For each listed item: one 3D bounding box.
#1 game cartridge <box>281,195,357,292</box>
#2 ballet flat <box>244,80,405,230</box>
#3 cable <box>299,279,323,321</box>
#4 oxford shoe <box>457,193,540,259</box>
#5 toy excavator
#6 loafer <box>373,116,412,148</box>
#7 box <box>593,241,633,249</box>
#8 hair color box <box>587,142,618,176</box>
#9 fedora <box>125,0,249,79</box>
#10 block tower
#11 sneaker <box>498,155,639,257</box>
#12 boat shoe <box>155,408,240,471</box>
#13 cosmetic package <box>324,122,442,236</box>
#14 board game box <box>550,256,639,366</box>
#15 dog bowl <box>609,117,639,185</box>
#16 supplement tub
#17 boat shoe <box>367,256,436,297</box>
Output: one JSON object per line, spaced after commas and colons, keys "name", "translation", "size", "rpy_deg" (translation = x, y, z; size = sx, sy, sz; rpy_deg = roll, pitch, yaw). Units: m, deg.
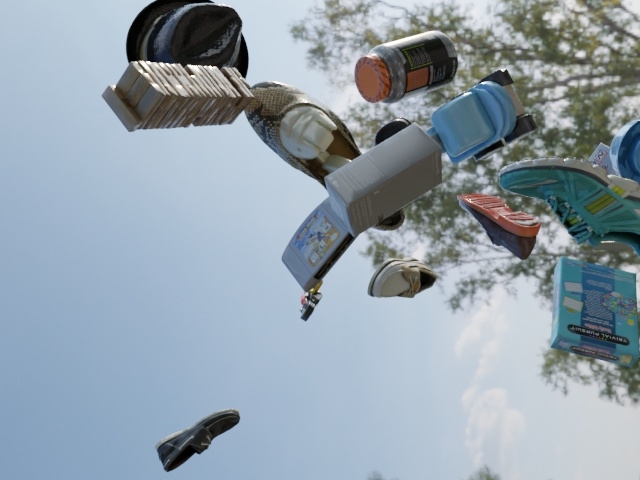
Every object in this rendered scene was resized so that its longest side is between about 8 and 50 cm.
{"name": "game cartridge", "translation": [0.000, 0.000, 2.090], "size": [0.297, 0.198, 0.062], "rpy_deg": [-51, -41, 10]}
{"name": "ballet flat", "translation": [0.034, -0.189, 1.499], "size": [0.483, 0.182, 0.164], "rpy_deg": [41, -91, -23]}
{"name": "cable", "translation": [-0.052, 0.214, 2.193], "size": [0.139, 0.072, 0.287], "rpy_deg": [-52, -1, 18]}
{"name": "oxford shoe", "translation": [0.411, -0.041, 1.555], "size": [0.097, 0.271, 0.098], "rpy_deg": [-6, -64, -20]}
{"name": "toy excavator", "translation": [0.384, -0.329, 2.060], "size": [0.445, 0.433, 0.222], "rpy_deg": [-21, -96, -34]}
{"name": "loafer", "translation": [0.175, -0.239, 1.564], "size": [0.078, 0.080, 0.220], "rpy_deg": [-49, -3, -23]}
{"name": "box", "translation": [0.625, 0.003, 1.156], "size": [0.165, 0.201, 0.021], "rpy_deg": [-3, -90, -29]}
{"name": "hair color box", "translation": [1.016, -0.157, 2.022], "size": [0.185, 0.374, 0.113], "rpy_deg": [20, -68, -29]}
{"name": "fedora", "translation": [-0.292, -0.471, 1.564], "size": [0.334, 0.152, 0.333], "rpy_deg": [6, -100, -32]}
{"name": "block tower", "translation": [-0.262, -0.285, 1.277], "size": [0.097, 0.091, 0.335], "rpy_deg": [-44, -10, 30]}
{"name": "sneaker", "translation": [0.398, -0.049, 0.965], "size": [0.107, 0.275, 0.109], "rpy_deg": [86, -156, -80]}
{"name": "boat shoe", "translation": [-0.308, 0.516, 1.677], "size": [0.233, 0.079, 0.084], "rpy_deg": [-27, -44, -9]}
{"name": "cosmetic package", "translation": [0.136, -0.128, 1.367], "size": [0.238, 0.107, 0.127], "rpy_deg": [-31, -33, -7]}
{"name": "board game box", "translation": [0.903, 0.228, 2.135], "size": [0.079, 0.254, 0.336], "rpy_deg": [93, -166, -50]}
{"name": "dog bowl", "translation": [0.733, -0.197, 1.317], "size": [0.074, 0.297, 0.165], "rpy_deg": [-102, -5, -76]}
{"name": "supplement tub", "translation": [0.279, -0.564, 2.127], "size": [0.316, 0.194, 0.193], "rpy_deg": [-22, -61, -28]}
{"name": "boat shoe", "translation": [0.255, 0.117, 1.962], "size": [0.302, 0.103, 0.113], "rpy_deg": [-17, -53, -52]}
